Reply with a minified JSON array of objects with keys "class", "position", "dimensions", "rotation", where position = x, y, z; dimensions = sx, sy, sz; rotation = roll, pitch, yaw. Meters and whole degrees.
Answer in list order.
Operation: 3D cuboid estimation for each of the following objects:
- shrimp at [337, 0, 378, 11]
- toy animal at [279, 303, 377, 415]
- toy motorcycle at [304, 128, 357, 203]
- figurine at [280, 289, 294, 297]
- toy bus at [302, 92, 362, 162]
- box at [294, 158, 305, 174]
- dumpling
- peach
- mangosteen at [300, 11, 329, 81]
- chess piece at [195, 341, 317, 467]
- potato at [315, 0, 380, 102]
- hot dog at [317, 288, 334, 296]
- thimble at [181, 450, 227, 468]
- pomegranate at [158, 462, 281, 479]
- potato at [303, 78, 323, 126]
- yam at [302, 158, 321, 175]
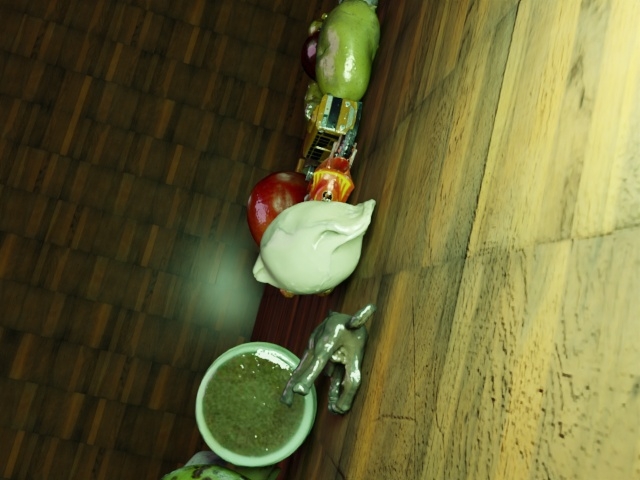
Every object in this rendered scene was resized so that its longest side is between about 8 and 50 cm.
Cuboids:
[{"class":"shrimp","position":[0.102,-0.702,1.581],"dimensions":[0.343,0.117,0.145],"rotation":[-101,27,-57]},{"class":"toy animal","position":[0.009,0.149,0.712],"dimensions":[0.232,0.085,0.148],"rotation":[114,170,-65]},{"class":"toy motorcycle","position":[0.010,-0.102,1.152],"dimensions":[0.298,0.089,0.171],"rotation":[115,167,-53]},{"class":"figurine","position":[-0.065,0.109,1.455],"dimensions":[0.109,0.047,0.064],"rotation":[-55,-5,-18]},{"class":"toy bus","position":[0.025,-0.261,1.268],"dimensions":[0.201,0.114,0.098],"rotation":[134,149,-74]},{"class":"box","position":[-0.084,-0.137,1.940],"dimensions":[0.174,0.076,0.274],"rotation":[129,155,-68]},{"class":"dumpling","position":[0.000,0.000,0.877],"dimensions":[0.258,0.147,0.193],"rotation":[-29,5,47]},{"class":"peach","position":[-0.117,-0.064,1.531],"dimensions":[0.361,0.201,0.257],"rotation":[-84,13,-63]},{"class":"mangosteen","position":[0.032,-0.514,1.438],"dimensions":[0.200,0.200,0.199],"rotation":[-165,90,-82]},{"class":"chess piece","position":[-0.106,0.281,0.965],"dimensions":[0.299,0.195,0.194],"rotation":[100,-177,-80]},{"class":"potato","position":[0.064,-0.442,1.274],"dimensions":[0.169,0.144,0.248],"rotation":[166,111,-77]},{"class":"hot dog","position":[0.007,0.076,1.033],"dimensions":[0.083,0.035,0.058],"rotation":[-99,29,-71]},{"class":"thimble","position":[-0.217,0.557,1.061],"dimensions":[0.172,0.205,0.250],"rotation":[-117,25,-78]},{"class":"pomegranate","position":[-0.148,0.455,0.844],"dimensions":[0.242,0.306,0.242],"rotation":[12,107,42]},{"class":"potato","position":[0.017,-0.411,1.567],"dimensions":[0.149,0.113,0.251],"rotation":[59,-148,-46]},{"class":"yam","position":[-0.007,-0.251,1.600],"dimensions":[0.084,0.084,0.127],"rotation":[121,163,-63]}]
